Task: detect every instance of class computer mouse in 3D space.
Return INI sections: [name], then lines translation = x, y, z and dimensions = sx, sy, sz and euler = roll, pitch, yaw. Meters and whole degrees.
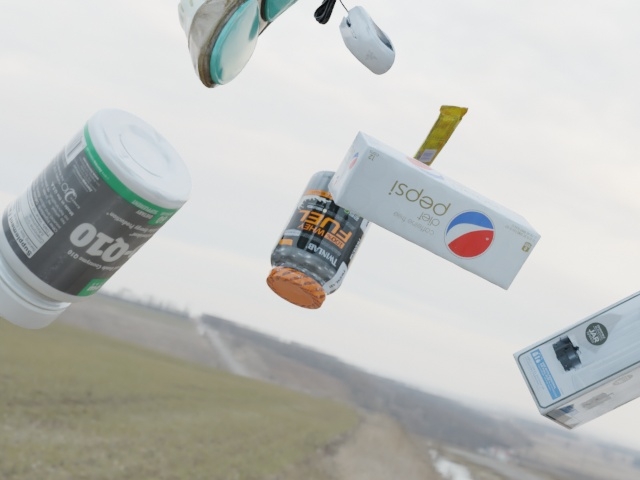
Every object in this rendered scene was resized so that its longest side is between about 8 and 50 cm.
[computer mouse]
translation = 0.062, -0.369, 2.016
dimensions = 0.042, 0.106, 0.193
euler = -5, 54, -52

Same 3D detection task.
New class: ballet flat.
[ballet flat]
translation = -0.122, -0.332, 1.632
dimensions = 0.124, 0.342, 0.116
euler = 20, -40, 16

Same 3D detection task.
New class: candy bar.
[candy bar]
translation = 0.164, -0.146, 1.657
dimensions = 0.040, 0.018, 0.161
euler = 4, -27, -14

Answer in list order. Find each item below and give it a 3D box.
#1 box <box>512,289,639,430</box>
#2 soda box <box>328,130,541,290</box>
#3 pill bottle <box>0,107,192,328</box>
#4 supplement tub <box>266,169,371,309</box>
[box]
translation = 0.409, 0.132, 1.475
dimensions = 0.290, 0.087, 0.169
euler = -29, -26, 14
[soda box]
translation = 0.120, -0.031, 1.231
dimensions = 0.216, 0.074, 0.069
euler = 26, 14, -14
[pill bottle]
translation = -0.396, -0.029, 1.902
dimensions = 0.204, 0.361, 0.204
euler = 39, 24, -21
[supplement tub]
translation = 0.000, 0.000, 1.732
dimensions = 0.117, 0.190, 0.117
euler = 22, -23, 10
